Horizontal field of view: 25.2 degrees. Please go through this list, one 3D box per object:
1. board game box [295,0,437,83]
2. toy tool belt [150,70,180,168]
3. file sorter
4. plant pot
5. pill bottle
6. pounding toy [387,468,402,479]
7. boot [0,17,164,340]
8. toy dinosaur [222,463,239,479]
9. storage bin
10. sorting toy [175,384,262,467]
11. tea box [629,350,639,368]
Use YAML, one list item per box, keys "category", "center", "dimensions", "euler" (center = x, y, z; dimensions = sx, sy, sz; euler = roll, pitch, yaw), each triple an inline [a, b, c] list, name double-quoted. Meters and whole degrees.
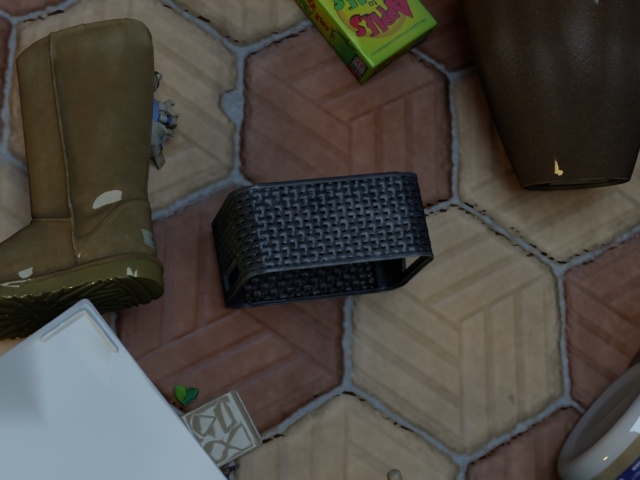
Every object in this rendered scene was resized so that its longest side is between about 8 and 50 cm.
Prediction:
- category: "board game box"
  center: [0.024, -0.259, 1.452]
  dimensions: [0.092, 0.043, 0.181]
  euler: [-36, 84, -23]
- category: "toy tool belt"
  center: [-0.159, -0.115, 1.356]
  dimensions: [0.051, 0.052, 0.083]
  euler: [30, 64, -46]
- category: "file sorter"
  center: [-0.168, 0.225, 1.020]
  dimensions: [0.193, 0.173, 0.278]
  euler: [-36, 84, -22]
- category: "plant pot"
  center: [0.246, -0.169, 1.412]
  dimensions: [0.215, 0.215, 0.231]
  euler: [-3, 86, -16]
- category: "pill bottle"
  center: [0.362, 0.244, 1.319]
  dimensions: [0.264, 0.153, 0.153]
  euler: [41, 66, 0]
- category: "pounding toy"
  center: [0.010, 0.280, 1.235]
  dimensions: [0.206, 0.094, 0.181]
  euler: [30, 69, -46]
- category: "boot"
  center: [-0.253, -0.054, 1.284]
  dimensions: [0.236, 0.089, 0.270]
  euler: [-10, 63, 2]
- category: "toy dinosaur"
  center: [-0.069, 0.242, 1.273]
  dimensions: [0.090, 0.047, 0.082]
  euler: [-21, 87, 13]
- category: "storage bin"
  center: [0.000, 0.000, 1.315]
  dimensions: [0.180, 0.122, 0.084]
  euler: [-5, 74, -17]
- category: "sorting toy"
  center: [-0.097, 0.161, 1.294]
  dimensions: [0.062, 0.012, 0.083]
  euler: [-26, 84, -17]
- category: "tea box"
  center: [0.520, 0.045, 1.333]
  dimensions: [0.220, 0.329, 0.323]
  euler: [42, 66, 1]
